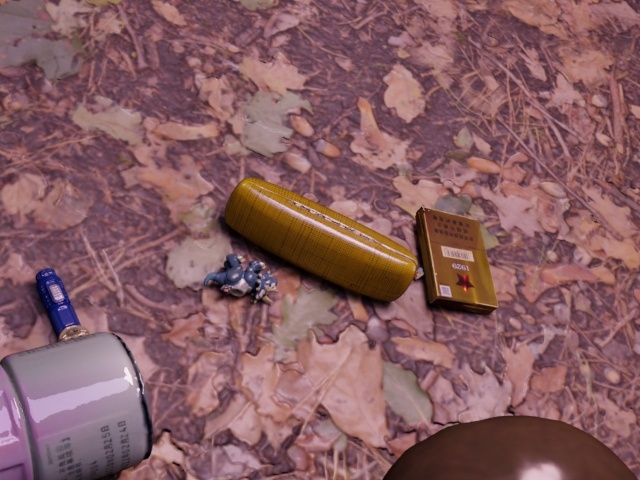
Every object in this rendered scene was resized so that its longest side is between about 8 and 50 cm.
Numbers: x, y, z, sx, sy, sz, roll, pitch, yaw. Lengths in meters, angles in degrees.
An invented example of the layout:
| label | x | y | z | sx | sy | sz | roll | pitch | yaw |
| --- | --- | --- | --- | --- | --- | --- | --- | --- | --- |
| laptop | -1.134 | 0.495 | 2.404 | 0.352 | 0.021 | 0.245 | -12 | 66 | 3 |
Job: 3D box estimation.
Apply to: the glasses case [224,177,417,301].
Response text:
| label | x | y | z | sx | sy | sz | roll | pitch | yaw |
| --- | --- | --- | --- | --- | --- | --- | --- | --- | --- |
| glasses case | 0.000 | 0.000 | 1.089 | 0.234 | 0.079 | 0.064 | 26 | 45 | -3 |

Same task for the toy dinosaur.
| label | x | y | z | sx | sy | sz | roll | pitch | yaw |
| --- | --- | --- | --- | --- | --- | --- | --- | --- | --- |
| toy dinosaur | -0.088 | 0.046 | 1.053 | 0.083 | 0.031 | 0.047 | 17 | 51 | -9 |

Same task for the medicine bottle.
| label | x | y | z | sx | sy | sz | roll | pitch | yaw |
| --- | --- | --- | --- | --- | --- | --- | --- | --- | --- |
| medicine bottle | -0.253 | 0.163 | 0.843 | 0.168 | 0.135 | 0.135 | -13 | 63 | -29 |

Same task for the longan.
| label | x | y | z | sx | sy | sz | roll | pitch | yaw |
| --- | --- | --- | --- | --- | --- | --- | --- | --- | --- |
| longan | 0.173 | 0.304 | 0.824 | 0.297 | 0.297 | 0.297 | 10 | 54 | -15 |

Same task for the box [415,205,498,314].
| label | x | y | z | sx | sy | sz | roll | pitch | yaw |
| --- | --- | --- | --- | --- | --- | --- | --- | --- | --- |
| box | 0.169 | 0.024 | 1.166 | 0.090 | 0.023 | 0.133 | 9 | 54 | -24 |

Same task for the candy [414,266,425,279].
| label | x | y | z | sx | sy | sz | roll | pitch | yaw |
| --- | --- | --- | --- | --- | --- | --- | --- | --- | --- |
| candy | 0.092 | 0.021 | 1.147 | 0.083 | 0.020 | 0.030 | 35 | 53 | 2 |

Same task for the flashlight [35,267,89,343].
| label | x | y | z | sx | sy | sz | roll | pitch | yaw |
| --- | --- | --- | --- | --- | --- | --- | --- | --- | --- |
| flashlight | -0.263 | 0.080 | 0.958 | 0.057 | 0.035 | 0.121 | -16 | 65 | -29 |
